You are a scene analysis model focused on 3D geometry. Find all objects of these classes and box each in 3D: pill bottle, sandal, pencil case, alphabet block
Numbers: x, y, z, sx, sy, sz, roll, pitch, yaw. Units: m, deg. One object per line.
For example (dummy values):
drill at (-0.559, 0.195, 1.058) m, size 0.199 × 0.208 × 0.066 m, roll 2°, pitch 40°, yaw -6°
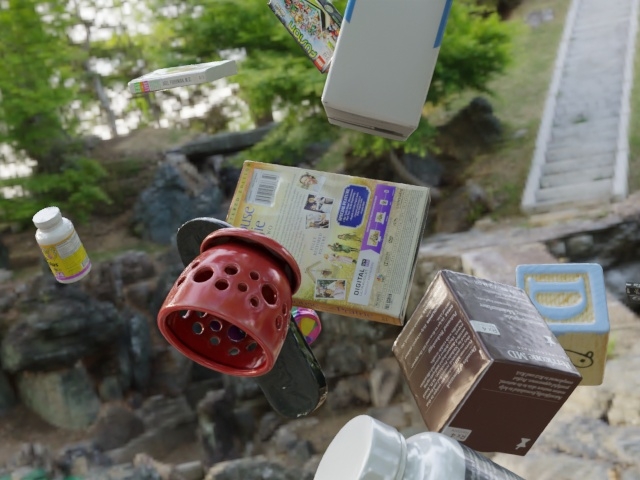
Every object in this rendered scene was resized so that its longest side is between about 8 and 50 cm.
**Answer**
pill bottle at (0.153, 0.327, 1.113) m, size 0.318 × 0.176 × 0.176 m, roll 31°, pitch -8°, yaw -14°
sandal at (-0.144, 0.143, 1.879) m, size 0.167 × 0.446 × 0.107 m, roll -40°, pitch -10°, yaw 33°
pencil case at (-0.080, 0.138, 2.223) m, size 0.104 × 0.104 × 0.236 m, roll -10°, pitch 37°, yaw -17°
alphabet block at (0.519, 0.184, 2.135) m, size 0.192 × 0.197 × 0.193 m, roll -1°, pitch 47°, yaw 11°
pill bottle at (-0.293, 0.005, 1.108) m, size 0.043 × 0.083 × 0.043 m, roll -12°, pitch 33°, yaw 8°

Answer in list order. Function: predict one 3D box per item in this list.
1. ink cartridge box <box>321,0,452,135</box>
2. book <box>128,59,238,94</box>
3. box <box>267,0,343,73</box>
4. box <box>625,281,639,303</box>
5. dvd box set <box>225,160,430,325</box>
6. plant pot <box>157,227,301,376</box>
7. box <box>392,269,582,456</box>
ink cartridge box at (0.119, -0.336, 1.717) m, size 0.166 × 0.286 × 0.395 m, roll 15°, pitch 3°, yaw 1°
book at (-0.215, -0.254, 1.538) m, size 0.144 × 0.035 × 0.096 m, roll -4°, pitch 16°, yaw 26°
box at (-0.020, -0.467, 2.076) m, size 0.036 × 0.207 × 0.114 m, roll -23°, pitch -20°, yaw -44°
box at (0.830, 0.137, 2.548) m, size 0.067 × 0.018 × 0.083 m, roll 5°, pitch -30°, yaw 26°
dvd box set at (0.000, 0.000, 2.088) m, size 0.420 × 0.308 × 0.062 m, roll 9°, pitch -25°, yaw 12°
plant pot at (-0.132, 0.091, 1.511) m, size 0.191 × 0.191 × 0.174 m, roll -7°, pitch 45°, yaw 35°
box at (0.238, 0.179, 1.443) m, size 0.168 × 0.167 × 0.203 m, roll 14°, pitch 30°, yaw -27°
